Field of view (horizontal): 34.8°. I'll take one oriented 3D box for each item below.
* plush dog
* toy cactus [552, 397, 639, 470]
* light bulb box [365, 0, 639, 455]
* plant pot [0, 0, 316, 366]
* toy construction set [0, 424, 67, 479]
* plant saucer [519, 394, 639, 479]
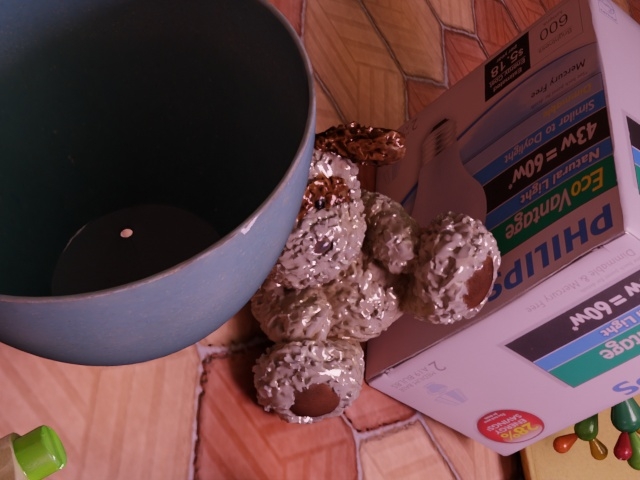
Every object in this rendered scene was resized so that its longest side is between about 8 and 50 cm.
[{"bbox_3d":[0.000,0.000,0.947,0.225,0.262,0.210,56,-2,-32],"label":"plush dog"},{"bbox_3d":[0.324,0.163,1.204,0.180,0.112,0.219,96,-21,-60],"label":"toy cactus"},{"bbox_3d":[0.248,-0.014,1.131,0.225,0.358,0.361,30,44,-26],"label":"light bulb box"},{"bbox_3d":[-0.142,-0.026,0.709,0.195,0.290,0.290,85,6,-53],"label":"plant pot"},{"bbox_3d":[-0.156,0.224,0.614,0.327,0.151,0.215,43,12,-43],"label":"toy construction set"},{"bbox_3d":[0.378,0.268,1.323,0.332,0.081,0.333,7,60,-24],"label":"plant saucer"}]
